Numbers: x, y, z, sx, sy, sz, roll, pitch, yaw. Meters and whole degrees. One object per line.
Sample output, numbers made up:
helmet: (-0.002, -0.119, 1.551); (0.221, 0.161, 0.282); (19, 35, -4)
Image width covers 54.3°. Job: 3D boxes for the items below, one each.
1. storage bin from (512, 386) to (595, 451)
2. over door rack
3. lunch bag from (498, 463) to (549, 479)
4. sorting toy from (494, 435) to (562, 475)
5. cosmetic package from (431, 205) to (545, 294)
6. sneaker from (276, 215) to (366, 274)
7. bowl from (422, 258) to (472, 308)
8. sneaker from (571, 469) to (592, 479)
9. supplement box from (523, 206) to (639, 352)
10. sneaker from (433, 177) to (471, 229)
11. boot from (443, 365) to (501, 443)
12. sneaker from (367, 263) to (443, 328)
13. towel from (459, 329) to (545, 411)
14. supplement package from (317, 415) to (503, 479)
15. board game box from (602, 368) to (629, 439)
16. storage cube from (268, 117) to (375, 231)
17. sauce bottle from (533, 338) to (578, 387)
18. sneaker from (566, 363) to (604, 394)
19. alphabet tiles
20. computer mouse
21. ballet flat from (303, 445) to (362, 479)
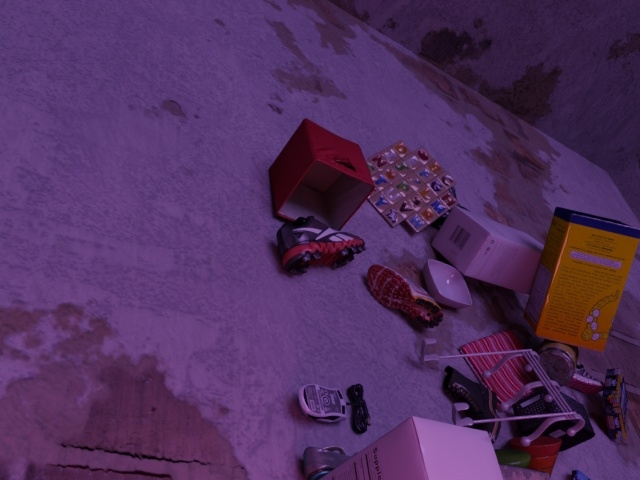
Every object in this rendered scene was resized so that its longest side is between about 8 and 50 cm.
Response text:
storage bin: (0.589, 0.455, 1.579); (0.180, 0.122, 0.084); (30, 36, -31)
over door rack: (0.400, 0.347, 1.436); (0.324, 0.108, 0.239); (8, 27, -16)
lunch bag: (0.282, 0.550, 1.133); (0.235, 0.169, 0.286); (18, 68, -27)
sorting toy: (0.422, 0.533, 1.391); (0.366, 0.127, 0.126); (-1, 83, -42)
cosmetic package: (0.555, 0.038, 1.940); (0.366, 0.155, 0.197); (18, 19, -32)
sneaker: (0.000, 0.000, 1.516); (0.276, 0.097, 0.135); (-6, 59, -46)
bowl: (0.350, 0.130, 1.770); (0.142, 0.053, 0.142); (20, 41, -30)
sneaker: (0.698, 0.623, 1.565); (0.162, 0.073, 0.063); (38, 35, -7)
supplement box: (0.736, 0.104, 1.780); (0.195, 0.356, 0.194); (14, 11, 6)
sneaker: (0.395, -0.113, 2.040); (0.130, 0.109, 0.286); (-21, 66, -46)
boot: (0.346, 0.393, 1.474); (0.137, 0.077, 0.198); (34, 22, -5)
sneaker: (0.212, 0.140, 1.610); (0.225, 0.088, 0.092); (38, 14, -7)
towel: (0.508, 0.347, 1.713); (0.275, 0.031, 0.198); (-5, 55, -47)
supplement package: (0.136, 0.436, 1.007); (0.178, 0.293, 0.175); (21, 40, -30)
board game box: (0.883, 0.486, 1.867); (0.170, 0.048, 0.141); (-34, 113, -56)
storage cube: (0.000, -0.161, 1.597); (0.184, 0.215, 0.193); (21, 34, -28)
sauce bottle: (0.691, 0.329, 1.813); (0.111, 0.111, 0.344); (51, 24, 12)
sneaker: (0.798, 0.415, 1.900); (0.171, 0.063, 0.074); (21, 46, -21)
alphabet tiles: (0.277, -0.177, 1.969); (0.343, 0.011, 0.285); (-32, 76, -36)
computer mouse: (0.020, 0.325, 1.238); (0.193, 0.042, 0.106); (20, 44, -38)
ballet flat: (0.061, 0.415, 1.153); (0.213, 0.072, 0.068); (20, 34, -30)
